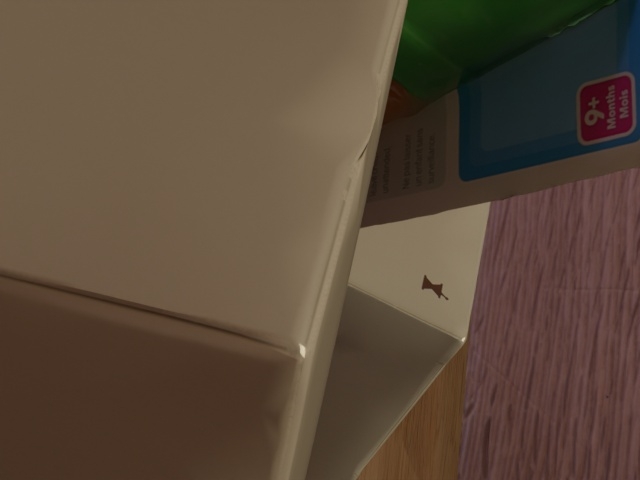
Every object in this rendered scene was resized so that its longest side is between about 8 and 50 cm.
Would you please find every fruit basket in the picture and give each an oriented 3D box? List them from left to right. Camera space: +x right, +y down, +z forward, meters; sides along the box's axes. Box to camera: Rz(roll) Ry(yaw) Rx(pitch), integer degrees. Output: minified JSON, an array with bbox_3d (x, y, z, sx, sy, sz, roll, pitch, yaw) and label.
[{"bbox_3d":[-0.003,-0.150,0.775,0.165,0.353,0.327,36,54,-47],"label":"fruit basket"}]

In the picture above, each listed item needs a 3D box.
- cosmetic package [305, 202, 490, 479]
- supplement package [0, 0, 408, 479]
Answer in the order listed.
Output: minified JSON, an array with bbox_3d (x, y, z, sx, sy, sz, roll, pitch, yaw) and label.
[{"bbox_3d":[0.000,0.000,0.999,0.284,0.097,0.377,-54,-167,38],"label":"cosmetic package"},{"bbox_3d":[-0.091,0.056,0.538,0.177,0.175,0.293,-74,177,-49],"label":"supplement package"}]
